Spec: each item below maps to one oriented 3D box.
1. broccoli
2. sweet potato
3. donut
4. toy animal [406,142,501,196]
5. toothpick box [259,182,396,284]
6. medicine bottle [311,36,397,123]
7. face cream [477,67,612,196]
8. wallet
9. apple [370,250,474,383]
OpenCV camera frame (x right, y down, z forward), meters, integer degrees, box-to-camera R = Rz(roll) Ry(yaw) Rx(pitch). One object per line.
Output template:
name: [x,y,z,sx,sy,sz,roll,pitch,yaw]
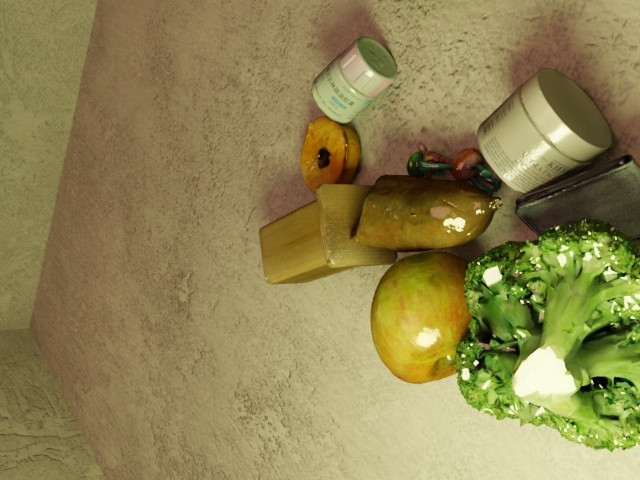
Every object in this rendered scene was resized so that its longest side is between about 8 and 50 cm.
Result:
broccoli: [0.391,0.157,1.107,0.413,0.321,0.310,-54,23,35]
sweet potato: [0.206,-0.049,1.373,0.369,0.157,0.158,7,96,44]
donut: [0.027,-0.203,1.686,0.174,0.074,0.190,29,115,44]
toy animal: [0.261,-0.143,1.397,0.208,0.103,0.100,27,119,42]
toothpick box: [0.000,0.000,1.644,0.308,0.190,0.188,-23,73,52]
medicine bottle: [0.076,-0.364,1.584,0.168,0.135,0.135,-37,63,39]
face cream: [0.382,-0.181,1.199,0.153,0.177,0.177,-46,57,41]
wallet: [0.450,-0.047,1.148,0.222,0.167,0.036,-27,33,44]
apple: [0.214,0.143,1.350,0.246,0.246,0.226,-47,48,38]
